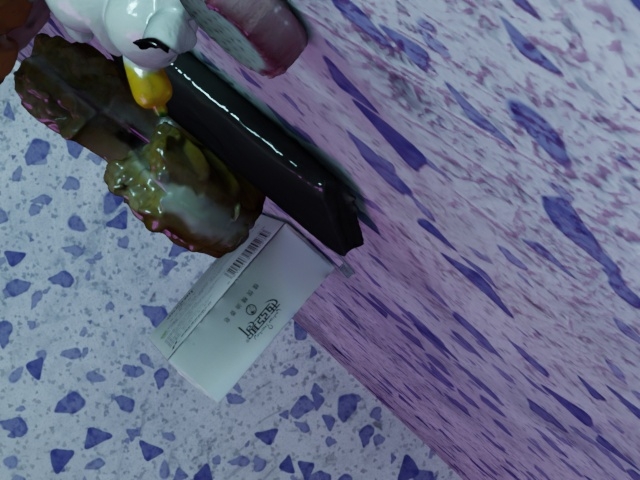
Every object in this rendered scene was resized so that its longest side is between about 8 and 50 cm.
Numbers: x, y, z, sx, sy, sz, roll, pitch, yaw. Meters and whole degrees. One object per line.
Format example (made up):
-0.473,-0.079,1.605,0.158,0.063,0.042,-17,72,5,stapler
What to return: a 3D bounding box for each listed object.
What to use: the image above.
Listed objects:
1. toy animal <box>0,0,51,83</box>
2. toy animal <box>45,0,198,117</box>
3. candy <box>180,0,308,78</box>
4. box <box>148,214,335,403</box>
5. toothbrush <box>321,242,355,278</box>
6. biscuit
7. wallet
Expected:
-0.473,-0.340,1.769,0.281,0.195,0.169,36,-149,18,toy animal
-0.149,-0.175,1.099,0.181,0.131,0.127,27,-172,30,toy animal
-0.056,-0.160,0.953,0.103,0.043,0.103,42,173,6,candy
-0.119,0.092,1.973,0.111,0.260,0.194,40,175,-15,box
0.000,0.000,1.750,0.167,0.014,0.011,48,180,-42,toothbrush
-0.197,-0.103,1.628,0.366,0.115,0.268,44,-170,37,biscuit
-0.100,-0.122,1.410,0.377,0.051,0.197,41,172,23,wallet
